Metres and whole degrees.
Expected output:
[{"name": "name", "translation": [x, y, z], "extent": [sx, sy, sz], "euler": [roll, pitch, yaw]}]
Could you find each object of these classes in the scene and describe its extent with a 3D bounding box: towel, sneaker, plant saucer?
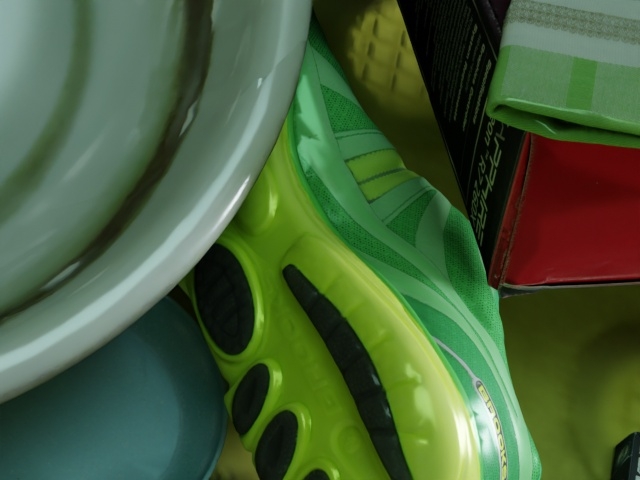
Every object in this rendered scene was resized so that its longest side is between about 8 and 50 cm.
[{"name": "towel", "translation": [0.126, -0.081, 0.494], "extent": [0.113, 0.023, 0.152], "euler": [12, 48, 11]}, {"name": "sneaker", "translation": [0.000, 0.000, 0.567], "extent": [0.123, 0.109, 0.295], "euler": [22, 39, -48]}, {"name": "plant saucer", "translation": [-0.096, 0.064, 0.522], "extent": [0.119, 0.021, 0.119], "euler": [11, 56, -16]}, {"name": "plant saucer", "translation": [-0.207, -0.106, 0.514], "extent": [0.401, 0.100, 0.400], "euler": [5, 68, -13]}]

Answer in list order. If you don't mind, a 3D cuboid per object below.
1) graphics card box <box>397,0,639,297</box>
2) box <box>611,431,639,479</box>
[{"name": "graphics card box", "translation": [0.152, -0.141, 0.634], "extent": [0.233, 0.094, 0.371], "euler": [-3, 44, -9]}, {"name": "box", "translation": [0.155, 0.131, 0.578], "extent": [0.067, 0.018, 0.083], "euler": [23, 54, -7]}]
